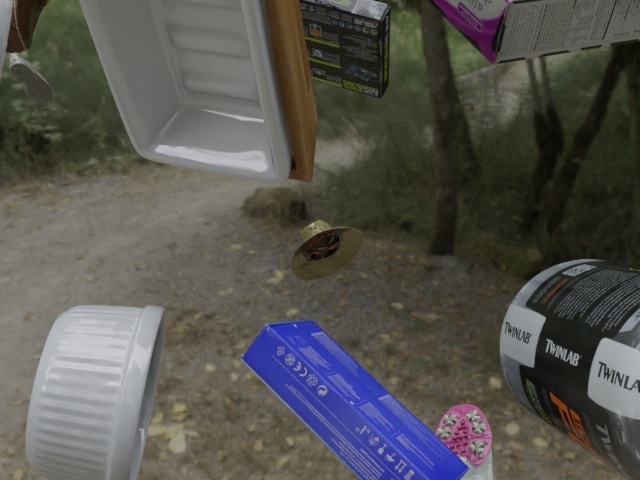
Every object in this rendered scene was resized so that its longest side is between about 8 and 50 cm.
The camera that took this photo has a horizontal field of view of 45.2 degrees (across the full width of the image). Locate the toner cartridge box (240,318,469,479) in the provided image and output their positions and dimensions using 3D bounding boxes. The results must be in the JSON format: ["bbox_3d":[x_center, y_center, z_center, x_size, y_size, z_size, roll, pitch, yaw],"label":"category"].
[{"bbox_3d":[0.053,0.261,1.161,0.348,0.075,0.165,41,12,21],"label":"toner cartridge box"}]

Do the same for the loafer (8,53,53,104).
[{"bbox_3d":[-0.529,-0.298,1.408,0.045,0.039,0.125,-23,-25,-1],"label":"loafer"}]

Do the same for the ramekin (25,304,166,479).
[{"bbox_3d":[-0.239,0.166,0.828,0.108,0.207,0.207,9,16,-7],"label":"ramekin"}]

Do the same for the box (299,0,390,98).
[{"bbox_3d":[0.022,-0.333,1.282,0.190,0.184,0.045,18,65,15],"label":"box"}]

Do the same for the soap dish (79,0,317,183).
[{"bbox_3d":[-0.121,-0.206,0.813,0.228,0.291,0.118,13,49,21],"label":"soap dish"}]

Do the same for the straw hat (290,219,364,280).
[{"bbox_3d":[0.000,0.000,1.291,0.144,0.145,0.061,-11,54,-28],"label":"straw hat"}]

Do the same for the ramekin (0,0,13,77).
[{"bbox_3d":[-0.456,-0.262,0.916,0.135,0.277,0.277,7,10,-30],"label":"ramekin"}]

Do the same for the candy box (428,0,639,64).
[{"bbox_3d":[0.245,-0.267,0.803,0.233,0.071,0.159,-13,46,-20],"label":"candy box"}]

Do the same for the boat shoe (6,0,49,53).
[{"bbox_3d":[-0.438,-0.434,1.169,0.119,0.324,0.123,-3,-24,-7],"label":"boat shoe"}]

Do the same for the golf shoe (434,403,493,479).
[{"bbox_3d":[0.271,0.454,1.432,0.115,0.140,0.306,-6,42,15],"label":"golf shoe"}]

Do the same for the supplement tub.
[{"bbox_3d":[0.334,0.133,0.764,0.207,0.207,0.338,-5,4,-9],"label":"supplement tub"}]
